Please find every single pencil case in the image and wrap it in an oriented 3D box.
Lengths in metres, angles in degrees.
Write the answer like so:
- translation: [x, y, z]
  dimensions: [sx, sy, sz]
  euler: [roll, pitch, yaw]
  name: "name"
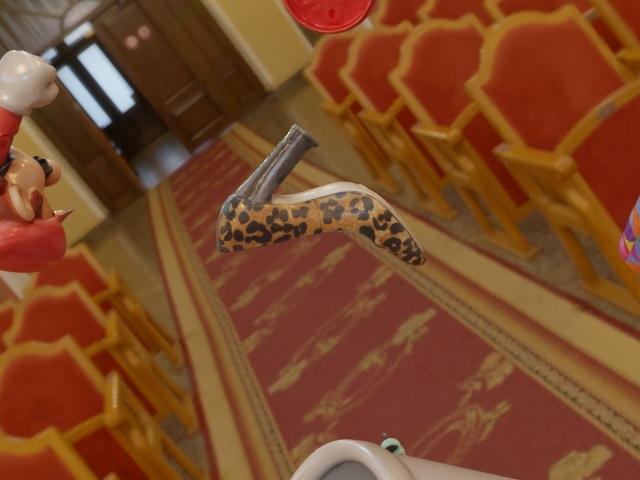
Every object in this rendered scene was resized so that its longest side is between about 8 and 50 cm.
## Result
- translation: [0.490, -0.035, 1.298]
  dimensions: [0.104, 0.104, 0.236]
  euler: [-43, -20, -17]
  name: "pencil case"

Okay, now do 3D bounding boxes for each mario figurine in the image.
- translation: [-0.346, -0.116, 0.980]
  dimensions: [0.170, 0.321, 0.198]
  euler: [-23, 24, -11]
  name: "mario figurine"

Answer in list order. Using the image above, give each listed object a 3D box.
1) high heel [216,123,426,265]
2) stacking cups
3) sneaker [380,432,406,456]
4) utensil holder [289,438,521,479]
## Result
- translation: [0.000, 0.000, 1.211]
  dimensions: [0.186, 0.261, 0.093]
  euler: [-50, 17, 0]
  name: "high heel"
- translation: [0.025, -0.241, 0.700]
  dimensions: [0.096, 0.096, 0.316]
  euler: [-32, 21, 21]
  name: "stacking cups"
- translation: [0.082, 0.255, 1.122]
  dimensions: [0.038, 0.098, 0.069]
  euler: [-3, 38, -1]
  name: "sneaker"
- translation: [0.165, 0.397, 0.960]
  dimensions: [0.327, 0.385, 0.328]
  euler: [-46, 36, 49]
  name: "utensil holder"
